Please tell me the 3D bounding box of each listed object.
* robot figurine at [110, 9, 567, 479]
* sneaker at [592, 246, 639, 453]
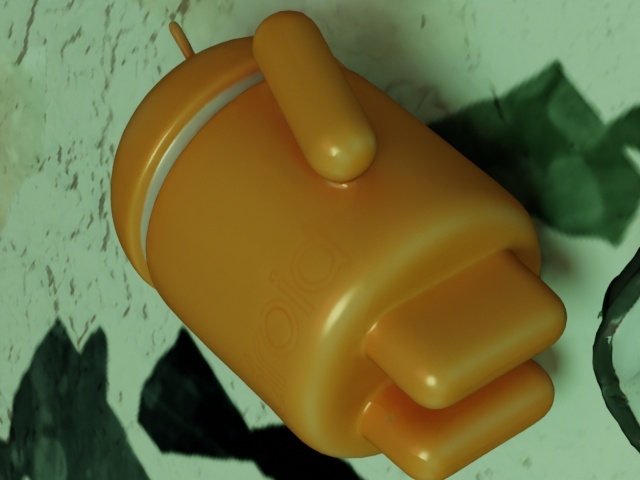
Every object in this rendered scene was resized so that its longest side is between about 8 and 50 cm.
[{"bbox_3d":[0.000,-0.002,0.731,0.128,0.158,0.219,-51,55,3],"label":"robot figurine"},{"bbox_3d":[0.152,-0.074,0.534,0.257,0.169,0.447,-25,80,43],"label":"sneaker"}]
